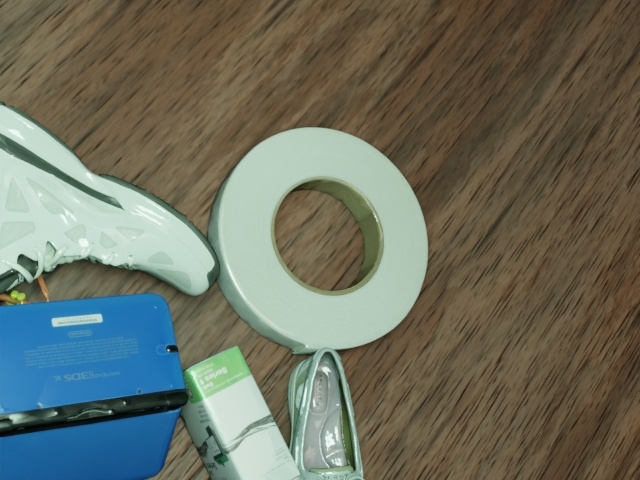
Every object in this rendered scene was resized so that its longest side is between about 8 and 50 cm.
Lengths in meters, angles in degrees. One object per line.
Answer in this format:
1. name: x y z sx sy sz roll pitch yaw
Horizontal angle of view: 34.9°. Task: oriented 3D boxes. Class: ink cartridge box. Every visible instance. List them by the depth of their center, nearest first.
1. ink cartridge box: -0.138 0.284 1.554 0.093 0.160 0.219 -25 87 -25

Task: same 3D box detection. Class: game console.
1. game console: -0.360 0.227 1.468 0.293 0.173 0.250 -3 70 -32

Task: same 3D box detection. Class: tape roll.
1. tape roll: 0.000 0.000 1.738 0.392 0.072 0.391 6 74 -22

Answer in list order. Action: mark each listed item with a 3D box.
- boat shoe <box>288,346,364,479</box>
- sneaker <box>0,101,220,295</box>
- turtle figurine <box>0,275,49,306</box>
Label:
1. boat shoe: 0.009 0.332 1.615 0.118 0.103 0.320 4 66 -14
2. sneaker: -0.380 0.018 1.500 0.448 0.169 0.257 34 63 -17
3. turtle figurine: -0.485 0.164 1.473 0.217 0.087 0.269 4 79 -40
